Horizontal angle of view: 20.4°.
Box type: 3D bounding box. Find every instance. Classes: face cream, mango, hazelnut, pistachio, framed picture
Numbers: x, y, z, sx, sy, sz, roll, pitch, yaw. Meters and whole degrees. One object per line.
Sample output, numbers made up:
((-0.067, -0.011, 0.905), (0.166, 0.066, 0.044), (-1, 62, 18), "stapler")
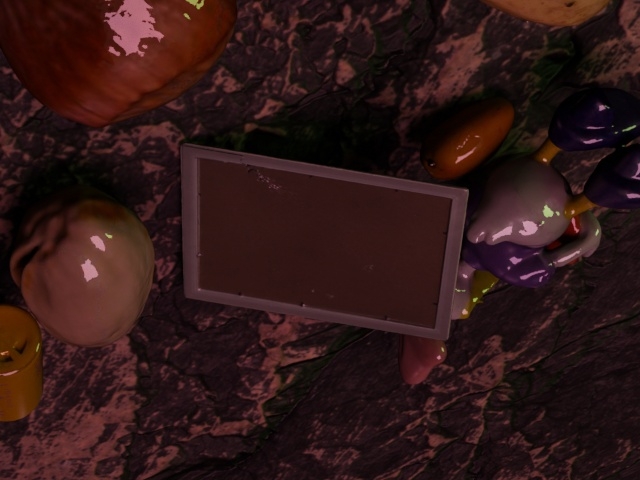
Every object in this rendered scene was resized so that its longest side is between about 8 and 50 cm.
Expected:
((-0.331, 0.142, 1.868), (0.078, 0.078, 0.273), (-12, 163, -13), "face cream")
((0.157, -0.108, 1.866), (0.114, 0.060, 0.080), (-33, 175, -6), "mango")
((-0.185, -0.199, 1.505), (0.214, 0.176, 0.214), (-3, 144, -2), "hazelnut")
((-0.236, 0.028, 1.781), (0.144, 0.144, 0.215), (-16, 152, -8), "pistachio")
((0.000, 0.000, 1.849), (0.296, 0.019, 0.232), (10, 136, 5), "framed picture")

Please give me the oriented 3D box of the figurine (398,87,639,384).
((0.200, -0.003, 1.908), (0.193, 0.154, 0.421), (-24, 166, -41), "figurine")

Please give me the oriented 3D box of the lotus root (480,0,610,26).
((0.185, -0.285, 1.603), (0.284, 0.146, 0.160), (17, 90, -36), "lotus root")
